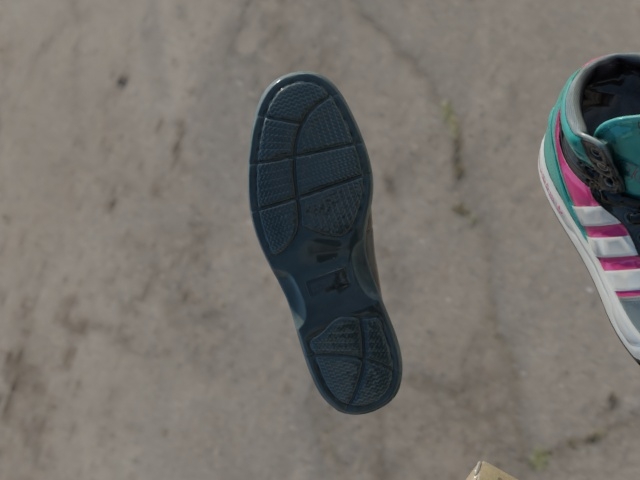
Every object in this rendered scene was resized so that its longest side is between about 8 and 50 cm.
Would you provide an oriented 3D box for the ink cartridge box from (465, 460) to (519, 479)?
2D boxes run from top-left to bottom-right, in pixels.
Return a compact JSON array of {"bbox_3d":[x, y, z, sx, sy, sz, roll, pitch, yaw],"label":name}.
[{"bbox_3d":[0.184,0.340,1.420,0.088,0.193,0.235,-62,-1,39],"label":"ink cartridge box"}]

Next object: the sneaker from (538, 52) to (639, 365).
[{"bbox_3d":[0.254,-0.025,1.119,0.123,0.178,0.295,-23,58,-12],"label":"sneaker"}]

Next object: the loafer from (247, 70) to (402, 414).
[{"bbox_3d":[0.000,0.000,1.221,0.084,0.096,0.268,-107,5,-79],"label":"loafer"}]
